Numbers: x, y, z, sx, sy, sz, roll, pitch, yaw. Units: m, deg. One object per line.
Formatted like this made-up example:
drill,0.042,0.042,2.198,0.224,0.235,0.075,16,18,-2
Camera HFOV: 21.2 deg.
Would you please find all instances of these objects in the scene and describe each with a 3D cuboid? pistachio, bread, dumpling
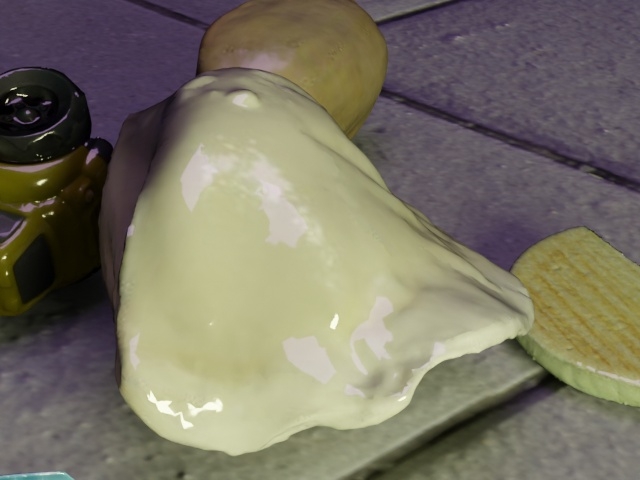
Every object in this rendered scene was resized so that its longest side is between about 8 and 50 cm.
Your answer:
pistachio,-0.025,-0.118,1.260,0.129,0.131,0.206,-13,17,30
bread,0.173,0.059,1.039,0.112,0.036,0.193,-17,36,-28
dumpling,0.000,0.000,0.953,0.243,0.187,0.318,4,22,8

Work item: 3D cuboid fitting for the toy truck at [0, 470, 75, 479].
toy truck,-0.173,0.144,0.757,0.136,0.074,0.063,-3,26,-17

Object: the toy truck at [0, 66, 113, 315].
toy truck,-0.239,-0.019,1.038,0.224,0.147,0.165,14,51,15
